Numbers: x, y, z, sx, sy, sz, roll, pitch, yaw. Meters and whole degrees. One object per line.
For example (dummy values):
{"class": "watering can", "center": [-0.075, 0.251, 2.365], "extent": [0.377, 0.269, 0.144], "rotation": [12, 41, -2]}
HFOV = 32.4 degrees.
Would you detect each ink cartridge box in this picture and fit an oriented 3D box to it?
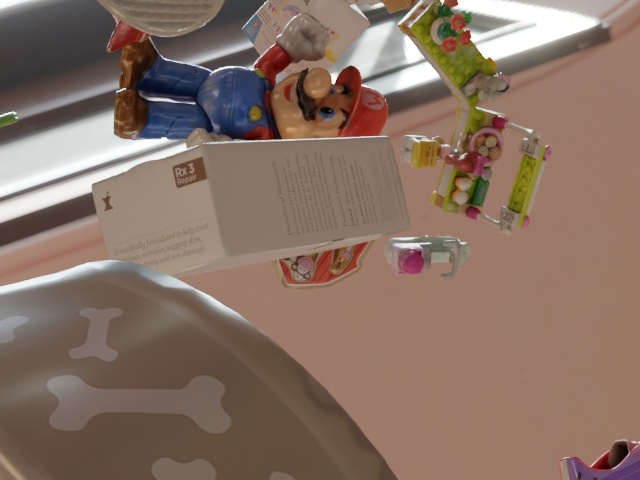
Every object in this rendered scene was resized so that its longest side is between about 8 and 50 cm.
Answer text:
{"class": "ink cartridge box", "center": [-0.013, -0.288, 1.442], "extent": [0.090, 0.143, 0.092], "rotation": [31, 19, -41]}

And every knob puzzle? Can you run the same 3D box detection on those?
{"class": "knob puzzle", "center": [0.000, 0.000, 1.801], "extent": [0.030, 0.213, 0.213], "rotation": [-145, -142, -63]}

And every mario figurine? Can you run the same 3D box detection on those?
{"class": "mario figurine", "center": [-0.075, -0.177, 1.290], "extent": [0.170, 0.320, 0.198], "rotation": [-135, -128, -78]}

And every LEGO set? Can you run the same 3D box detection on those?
{"class": "LEGO set", "center": [0.116, -0.104, 0.900], "extent": [0.107, 0.132, 0.287], "rotation": [-141, -138, -63]}

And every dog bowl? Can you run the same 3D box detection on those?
{"class": "dog bowl", "center": [-0.110, 0.182, 0.394], "extent": [0.349, 0.102, 0.348], "rotation": [7, -78, 34]}

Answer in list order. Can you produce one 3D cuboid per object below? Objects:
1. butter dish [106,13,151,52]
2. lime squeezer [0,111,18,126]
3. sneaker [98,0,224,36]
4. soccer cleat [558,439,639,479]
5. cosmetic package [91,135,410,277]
{"class": "butter dish", "center": [-0.175, -0.295, 1.136], "extent": [0.118, 0.160, 0.160], "rotation": [51, -26, -2]}
{"class": "lime squeezer", "center": [-0.477, -0.109, 1.309], "extent": [0.110, 0.310, 0.059], "rotation": [-26, -92, 52]}
{"class": "sneaker", "center": [-0.175, -0.338, 0.883], "extent": [0.150, 0.135, 0.366], "rotation": [-98, 167, -44]}
{"class": "soccer cleat", "center": [0.441, 0.302, 1.435], "extent": [0.108, 0.318, 0.116], "rotation": [-37, -112, 54]}
{"class": "cosmetic package", "center": [-0.044, -0.025, 0.830], "extent": [0.117, 0.231, 0.085], "rotation": [-15, -92, 38]}
